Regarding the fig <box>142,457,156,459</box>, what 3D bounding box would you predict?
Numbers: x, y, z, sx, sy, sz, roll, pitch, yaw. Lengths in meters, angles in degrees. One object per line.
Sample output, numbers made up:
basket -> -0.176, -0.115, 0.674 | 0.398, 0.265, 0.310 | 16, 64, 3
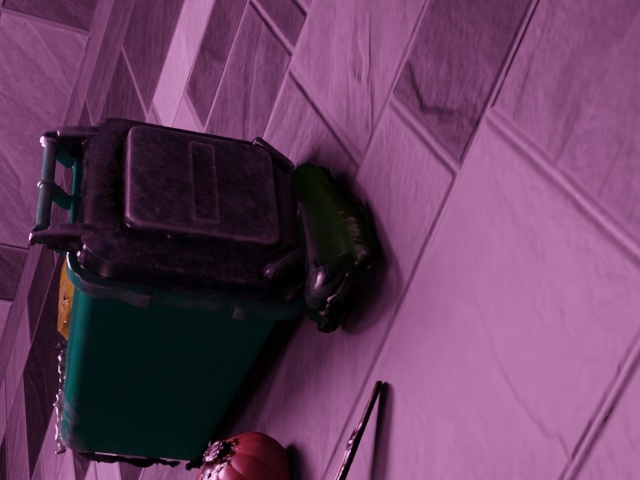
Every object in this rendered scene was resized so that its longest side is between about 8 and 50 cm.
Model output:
fig -> -0.283, 0.202, 1.619 | 0.149, 0.149, 0.245 | -54, 45, 44

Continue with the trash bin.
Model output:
trash bin -> -0.199, 0.072, 1.284 | 0.259, 0.295, 0.381 | -100, 25, -47

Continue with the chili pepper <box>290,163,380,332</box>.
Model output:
chili pepper -> 0.003, 0.001, 1.121 | 0.216, 0.062, 0.108 | -103, 33, -49

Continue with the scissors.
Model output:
scissors -> -0.009, 0.270, 0.981 | 0.160, 0.024, 0.317 | 49, -117, -72

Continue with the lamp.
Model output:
lamp -> -0.080, 0.246, 1.147 | 0.107, 0.092, 0.107 | -38, 16, 13

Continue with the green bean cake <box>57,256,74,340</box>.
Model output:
green bean cake -> -0.343, 0.043, 1.828 | 0.236, 0.124, 0.233 | 127, 148, -45
